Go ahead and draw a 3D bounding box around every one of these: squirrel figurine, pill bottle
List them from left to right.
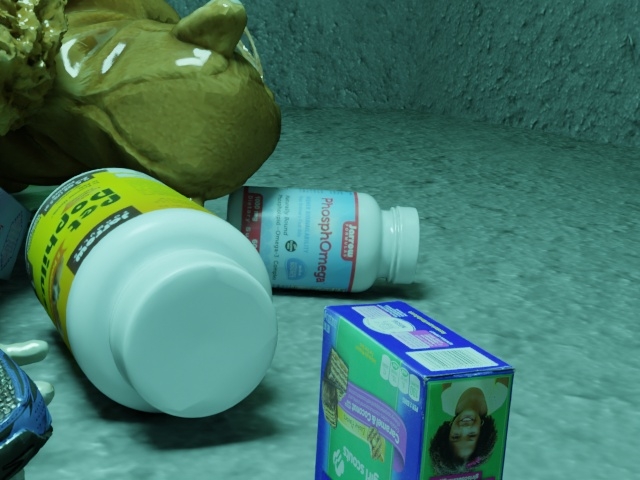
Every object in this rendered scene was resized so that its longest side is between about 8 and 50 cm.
[{"bbox_3d":[-0.233,-0.131,0.789,0.370,0.281,0.397,24,8,29],"label":"squirrel figurine"},{"bbox_3d":[-0.104,0.028,0.592,0.117,0.117,0.215,-1,13,-26],"label":"pill bottle"},{"bbox_3d":[0.000,0.000,0.838,0.160,0.087,0.087,3,12,-3],"label":"pill bottle"}]

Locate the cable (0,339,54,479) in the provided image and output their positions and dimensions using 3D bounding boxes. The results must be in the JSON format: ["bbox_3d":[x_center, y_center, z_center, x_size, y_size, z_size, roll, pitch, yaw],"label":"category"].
[{"bbox_3d":[-0.261,0.071,0.424,0.287,0.072,0.139,3,22,-10],"label":"cable"}]

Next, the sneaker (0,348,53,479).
[{"bbox_3d":[-0.189,0.027,0.368,0.221,0.087,0.083,25,45,26],"label":"sneaker"}]

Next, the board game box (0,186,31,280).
[{"bbox_3d":[-0.373,-0.060,0.635,0.319,0.066,0.318,19,-8,-6],"label":"board game box"}]

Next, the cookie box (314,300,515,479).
[{"bbox_3d":[0.032,0.088,0.387,0.040,0.107,0.092,-2,13,-22],"label":"cookie box"}]

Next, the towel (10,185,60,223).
[{"bbox_3d":[-0.341,-0.071,1.184,0.325,0.038,0.248,16,18,38],"label":"towel"}]
